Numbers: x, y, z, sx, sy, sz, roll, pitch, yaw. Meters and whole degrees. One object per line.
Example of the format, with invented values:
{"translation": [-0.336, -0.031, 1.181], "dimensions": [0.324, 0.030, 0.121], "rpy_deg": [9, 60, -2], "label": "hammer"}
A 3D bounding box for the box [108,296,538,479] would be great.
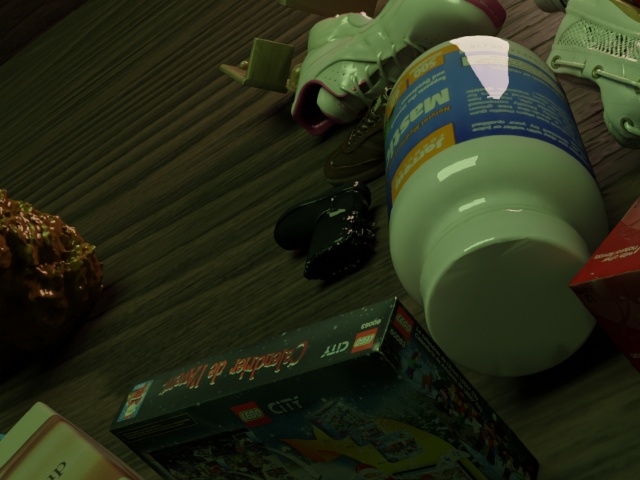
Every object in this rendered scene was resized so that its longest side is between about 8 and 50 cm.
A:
{"translation": [-0.002, 0.132, 0.738], "dimensions": [0.233, 0.159, 0.044], "rpy_deg": [-21, 32, 36], "label": "box"}

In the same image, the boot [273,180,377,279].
{"translation": [0.000, 0.001, 1.088], "dimensions": [0.121, 0.045, 0.099], "rpy_deg": [-27, 32, 26], "label": "boot"}

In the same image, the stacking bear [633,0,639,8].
{"translation": [0.362, -0.299, 0.934], "dimensions": [0.289, 0.175, 0.164], "rpy_deg": [-50, 36, 2], "label": "stacking bear"}

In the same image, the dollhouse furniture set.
{"translation": [-0.029, -0.263, 1.435], "dimensions": [0.123, 0.144, 0.151], "rpy_deg": [-140, 61, -65], "label": "dollhouse furniture set"}

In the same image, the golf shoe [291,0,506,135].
{"translation": [0.076, -0.187, 1.229], "dimensions": [0.306, 0.115, 0.140], "rpy_deg": [-11, 48, 57], "label": "golf shoe"}

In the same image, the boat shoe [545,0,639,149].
{"translation": [0.258, -0.109, 0.857], "dimensions": [0.096, 0.098, 0.277], "rpy_deg": [-61, 26, 14], "label": "boat shoe"}

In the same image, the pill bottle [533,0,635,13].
{"translation": [0.261, -0.251, 1.095], "dimensions": [0.120, 0.067, 0.067], "rpy_deg": [1, 47, 55], "label": "pill bottle"}

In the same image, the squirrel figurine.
{"translation": [-0.473, -0.011, 1.383], "dimensions": [0.397, 0.370, 0.281], "rpy_deg": [-7, 41, 50], "label": "squirrel figurine"}

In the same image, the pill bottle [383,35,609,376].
{"translation": [0.123, -0.030, 0.831], "dimensions": [0.152, 0.152, 0.272], "rpy_deg": [-31, 26, 20], "label": "pill bottle"}

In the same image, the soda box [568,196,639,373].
{"translation": [0.256, 0.008, 0.595], "dimensions": [0.092, 0.083, 0.263], "rpy_deg": [-46, 11, -26], "label": "soda box"}

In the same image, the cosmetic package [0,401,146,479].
{"translation": [-0.168, 0.240, 0.831], "dimensions": [0.153, 0.129, 0.296], "rpy_deg": [-52, 26, -15], "label": "cosmetic package"}

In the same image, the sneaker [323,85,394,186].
{"translation": [0.070, -0.121, 1.149], "dimensions": [0.188, 0.071, 0.066], "rpy_deg": [-26, 29, 28], "label": "sneaker"}

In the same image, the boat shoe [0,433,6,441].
{"translation": [-0.305, 0.234, 1.067], "dimensions": [0.258, 0.109, 0.089], "rpy_deg": [-17, 38, 45], "label": "boat shoe"}
